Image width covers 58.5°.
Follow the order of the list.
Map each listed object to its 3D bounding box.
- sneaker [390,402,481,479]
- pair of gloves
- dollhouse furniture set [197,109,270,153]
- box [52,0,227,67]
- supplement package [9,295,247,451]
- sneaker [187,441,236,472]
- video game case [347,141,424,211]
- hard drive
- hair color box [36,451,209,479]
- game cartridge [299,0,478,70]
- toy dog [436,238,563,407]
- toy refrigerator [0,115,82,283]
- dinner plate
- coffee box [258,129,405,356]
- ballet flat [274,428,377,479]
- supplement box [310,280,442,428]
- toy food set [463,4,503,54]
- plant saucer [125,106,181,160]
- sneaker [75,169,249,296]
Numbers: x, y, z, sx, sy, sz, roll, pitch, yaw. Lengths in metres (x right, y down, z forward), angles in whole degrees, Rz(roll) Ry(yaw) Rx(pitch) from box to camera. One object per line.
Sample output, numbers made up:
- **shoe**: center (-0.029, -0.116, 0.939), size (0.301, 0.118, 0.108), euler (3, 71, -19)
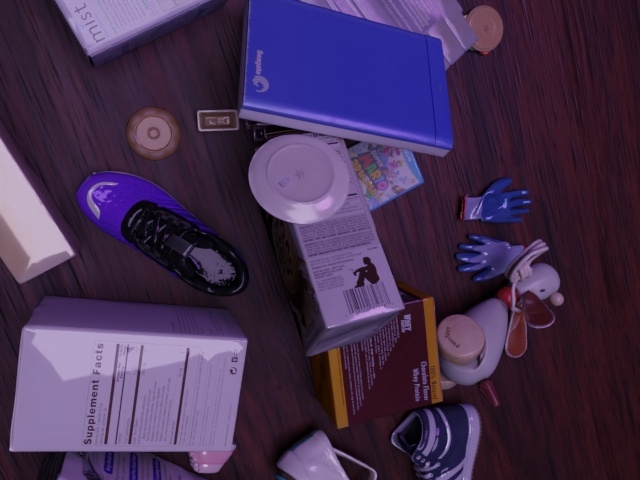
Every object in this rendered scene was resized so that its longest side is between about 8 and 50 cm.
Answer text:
- **sneaker**: center (0.209, 0.449, 1.085), size (0.153, 0.099, 0.282), euler (8, 89, -23)
- **pair of gloves**: center (0.333, -0.021, 1.098), size (0.159, 0.023, 0.198), euler (-4, 100, -19)
- **dollhouse furniture set**: center (-0.131, -0.169, 0.895), size (0.114, 0.081, 0.091), euler (-5, 100, -17)
- **box**: center (-0.284, -0.413, 0.786), size (0.231, 0.127, 0.262), euler (-32, 106, -10)
- **supplement package**: center (-0.277, 0.195, 0.851), size (0.293, 0.177, 0.175), euler (7, 96, -18)
- **sneaker**: center (-0.214, 0.349, 0.961), size (0.134, 0.051, 0.070), euler (33, 82, -23)
- **video game case**: center (0.092, -0.119, 1.009), size (0.166, 0.015, 0.119), euler (-29, 105, -12)
- **hard drive**: center (0.042, -0.248, 0.854), size (0.319, 0.040, 0.210), euler (8, 66, -18)
- **hair color box**: center (-0.266, 0.426, 0.886), size (0.339, 0.185, 0.110), euler (36, 88, -19)
- **game cartridge**: center (0.082, -0.404, 0.942), size (0.230, 0.068, 0.355), euler (-45, 108, -11)
- **toy dog**: center (0.338, 0.174, 1.038), size (0.334, 0.220, 0.161), euler (-40, 65, -2)
- **toy refrigerator**: center (-0.451, -0.079, 0.796), size (0.094, 0.102, 0.269), euler (-30, 106, -11)
- **dinner plate**: center (-0.028, -0.089, 0.783), size (0.141, 0.017, 0.141), euler (3, 67, -7)
- **coffee box**: center (0.000, 0.000, 0.851), size (0.119, 0.168, 0.297), euler (-12, 69, -17)
- **ballet flat**: center (0.083, 0.497, 1.049), size (0.139, 0.139, 0.400), euler (-43, 107, -8)
- **supplement box**: center (0.089, 0.191, 0.994), size (0.194, 0.129, 0.191), euler (-10, 101, -16)
- **toy food set**: center (0.293, -0.380, 1.031), size (0.083, 0.020, 0.082), euler (-40, 108, -9)
- **plant saucer**: center (-0.260, -0.166, 0.889), size (0.083, 0.015, 0.083), euler (-3, 99, -17)
- **sneaker**: center (-0.223, -0.008, 0.855), size (0.293, 0.146, 0.102), euler (34, 87, -20)
